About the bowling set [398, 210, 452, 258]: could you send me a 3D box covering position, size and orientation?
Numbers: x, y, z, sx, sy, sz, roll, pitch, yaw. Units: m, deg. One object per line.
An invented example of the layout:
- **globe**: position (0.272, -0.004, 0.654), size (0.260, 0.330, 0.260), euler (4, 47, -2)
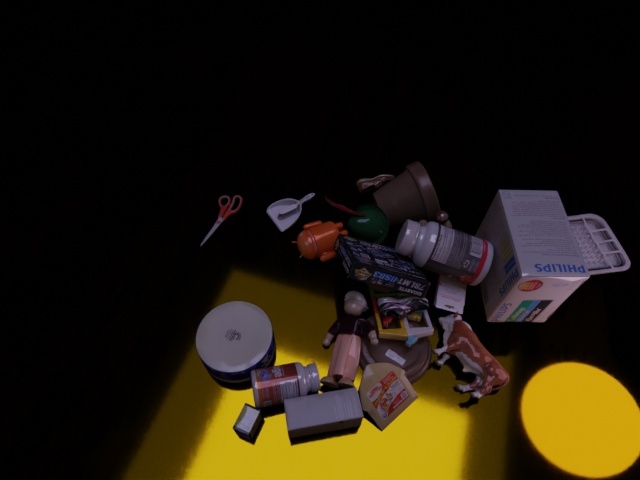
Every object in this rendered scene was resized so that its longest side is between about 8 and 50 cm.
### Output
- **bowling set**: position (0.455, -0.007, 1.727), size (0.287, 0.199, 0.154), euler (-5, 56, 0)

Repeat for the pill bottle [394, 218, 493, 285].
- **pill bottle**: position (0.445, 0.034, 1.588), size (0.319, 0.176, 0.176), euler (20, 56, 0)

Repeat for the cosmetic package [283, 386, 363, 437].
- **cosmetic package**: position (0.006, 0.544, 1.366), size (0.238, 0.127, 0.107), euler (-11, 56, -7)

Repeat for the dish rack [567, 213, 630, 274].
- **dish rack**: position (1.047, 0.030, 1.784), size (0.333, 0.072, 0.285), euler (-5, 56, -5)

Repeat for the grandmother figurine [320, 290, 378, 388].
- **grandmother figurine**: position (0.102, 0.334, 1.508), size (0.208, 0.104, 0.342), euler (0, 57, 20)

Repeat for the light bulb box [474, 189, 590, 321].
- **light bulb box**: position (0.732, 0.064, 1.578), size (0.226, 0.357, 0.360), euler (1, 56, 1)

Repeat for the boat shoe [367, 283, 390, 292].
- **boat shoe**: position (0.190, 0.122, 1.667), size (0.079, 0.084, 0.233), euler (-31, 40, -29)

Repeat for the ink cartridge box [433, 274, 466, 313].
- **ink cartridge box**: position (0.495, 0.202, 1.655), size (0.104, 0.061, 0.181), euler (15, 55, 9)

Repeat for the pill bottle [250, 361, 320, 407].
- **pill bottle**: position (-0.114, 0.466, 1.417), size (0.216, 0.121, 0.121), euler (-7, 55, -13)

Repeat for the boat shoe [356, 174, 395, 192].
- **boat shoe**: position (0.254, -0.254, 1.974), size (0.178, 0.064, 0.060), euler (-11, 61, -1)

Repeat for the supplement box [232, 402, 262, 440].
- **supplement box**: position (-0.228, 0.571, 1.366), size (0.056, 0.083, 0.083), euler (20, 56, 13)

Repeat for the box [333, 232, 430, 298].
- **box**: position (0.214, 0.085, 1.588), size (0.296, 0.073, 0.293), euler (16, 16, -14)

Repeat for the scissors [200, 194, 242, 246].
- **scissors**: position (-0.420, -0.088, 1.863), size (0.109, 0.021, 0.297), euler (10, 54, 4)

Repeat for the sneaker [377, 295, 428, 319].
- **sneaker**: position (0.292, 0.245, 1.530), size (0.178, 0.072, 0.077), euler (-5, 49, 6)

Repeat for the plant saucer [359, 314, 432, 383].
- **plant saucer**: position (0.260, 0.374, 1.544), size (0.278, 0.041, 0.277), euler (1, 55, -2)

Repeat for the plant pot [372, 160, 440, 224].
- **plant pot**: position (0.349, -0.172, 1.823), size (0.229, 0.263, 0.263), euler (-20, 56, 5)

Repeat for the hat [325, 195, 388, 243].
- **hat**: position (0.138, -0.067, 1.729), size (0.209, 0.172, 0.184), euler (19, 13, 37)

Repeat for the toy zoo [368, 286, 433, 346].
- **toy zoo**: position (0.290, 0.262, 1.576), size (0.193, 0.030, 0.293), euler (-2, 37, -2)

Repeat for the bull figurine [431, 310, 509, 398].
- **bull figurine**: position (0.499, 0.393, 1.500), size (0.188, 0.101, 0.310), euler (-32, 59, -17)

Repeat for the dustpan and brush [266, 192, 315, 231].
- **dustpan and brush**: position (-0.114, -0.145, 1.885), size (0.211, 0.060, 0.147), euler (-28, 60, -19)

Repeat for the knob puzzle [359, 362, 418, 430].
- **knob puzzle**: position (0.204, 0.489, 1.430), size (0.213, 0.030, 0.213), euler (4, 79, -18)

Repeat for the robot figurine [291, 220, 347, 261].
- **robot figurine**: position (0.001, 0.001, 1.745), size (0.220, 0.128, 0.158), euler (-20, 99, -15)

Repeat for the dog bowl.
- **dog bowl**: position (-0.293, 0.349, 1.508), size (0.265, 0.104, 0.264), euler (0, 55, -1)
